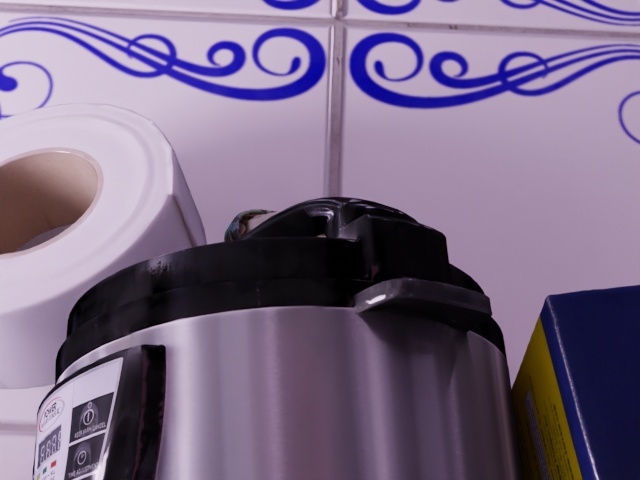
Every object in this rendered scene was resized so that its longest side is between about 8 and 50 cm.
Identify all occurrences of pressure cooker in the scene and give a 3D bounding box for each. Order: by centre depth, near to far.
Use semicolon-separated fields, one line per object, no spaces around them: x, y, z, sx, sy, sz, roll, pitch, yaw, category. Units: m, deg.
-0.028;0.182;1.131;0.370;0.375;0.420;-8;65;11;pressure cooker

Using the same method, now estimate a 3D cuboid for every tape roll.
-0.252;-0.002;1.341;0.286;0.100;0.286;-10;41;9;tape roll

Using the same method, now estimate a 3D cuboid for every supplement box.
0.258;0.200;1.143;0.194;0.356;0.195;-6;59;-6;supplement box

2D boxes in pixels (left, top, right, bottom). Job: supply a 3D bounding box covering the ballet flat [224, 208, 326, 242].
0.000;0.000;1.427;0.188;0.070;0.070;0;59;-2;ballet flat
